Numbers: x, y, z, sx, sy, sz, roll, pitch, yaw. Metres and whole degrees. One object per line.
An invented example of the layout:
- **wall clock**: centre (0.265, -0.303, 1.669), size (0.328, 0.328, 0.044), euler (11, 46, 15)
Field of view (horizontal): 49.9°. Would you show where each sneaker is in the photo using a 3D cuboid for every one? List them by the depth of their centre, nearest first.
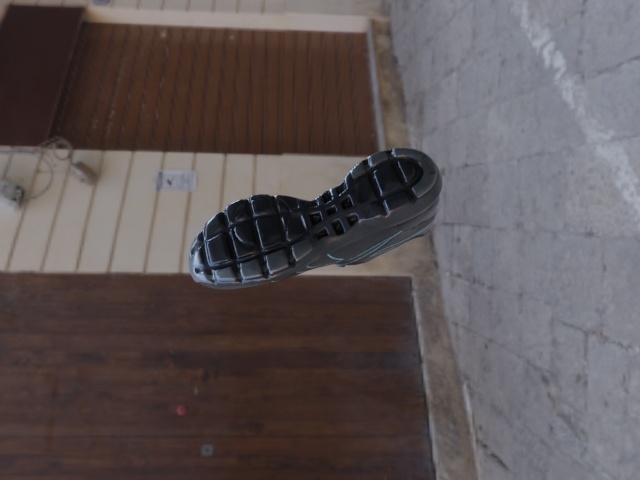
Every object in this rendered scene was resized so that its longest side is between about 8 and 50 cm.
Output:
- **sneaker**: centre (0.000, 0.000, 0.701), size (0.106, 0.267, 0.101), euler (68, -175, -58)
